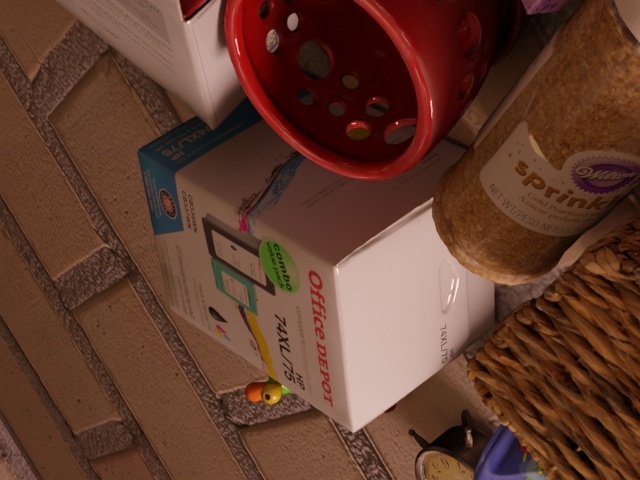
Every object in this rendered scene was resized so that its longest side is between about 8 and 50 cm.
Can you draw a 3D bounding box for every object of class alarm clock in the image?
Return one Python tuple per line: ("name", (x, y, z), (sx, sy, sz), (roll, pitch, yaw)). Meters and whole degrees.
("alarm clock", (0.171, 0.271, 1.362), (0.129, 0.064, 0.192), (-16, 102, 59))

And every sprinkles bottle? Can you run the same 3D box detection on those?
("sprinkles bottle", (0.197, -0.092, 0.935), (0.121, 0.121, 0.355), (52, 150, 11))

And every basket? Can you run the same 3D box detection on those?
("basket", (0.299, 0.112, 0.937), (0.299, 0.223, 0.213), (52, 133, 14))

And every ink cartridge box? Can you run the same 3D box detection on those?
("ink cartridge box", (-0.170, -0.275, 1.076), (0.309, 0.130, 0.272), (40, 167, 12))
("ink cartridge box", (0.000, 0.000, 1.229), (0.270, 0.197, 0.198), (29, 139, 39))

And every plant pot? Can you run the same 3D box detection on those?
("plant pot", (0.051, -0.169, 1.004), (0.191, 0.174, 0.191), (30, 146, 23))

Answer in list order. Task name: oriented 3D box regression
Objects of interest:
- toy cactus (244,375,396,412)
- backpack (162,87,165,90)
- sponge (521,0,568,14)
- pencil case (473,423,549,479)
("toy cactus", (-0.004, 0.095, 1.388), (0.112, 0.219, 0.180), (-28, 57, 45))
("backpack", (-0.147, -0.222, 1.341), (0.101, 0.098, 0.120), (0, 118, 60))
("sponge", (0.139, -0.269, 0.868), (0.117, 0.031, 0.210), (125, 132, -59))
("pencil case", (0.267, 0.269, 1.158), (0.306, 0.133, 0.119), (41, -173, 28))
